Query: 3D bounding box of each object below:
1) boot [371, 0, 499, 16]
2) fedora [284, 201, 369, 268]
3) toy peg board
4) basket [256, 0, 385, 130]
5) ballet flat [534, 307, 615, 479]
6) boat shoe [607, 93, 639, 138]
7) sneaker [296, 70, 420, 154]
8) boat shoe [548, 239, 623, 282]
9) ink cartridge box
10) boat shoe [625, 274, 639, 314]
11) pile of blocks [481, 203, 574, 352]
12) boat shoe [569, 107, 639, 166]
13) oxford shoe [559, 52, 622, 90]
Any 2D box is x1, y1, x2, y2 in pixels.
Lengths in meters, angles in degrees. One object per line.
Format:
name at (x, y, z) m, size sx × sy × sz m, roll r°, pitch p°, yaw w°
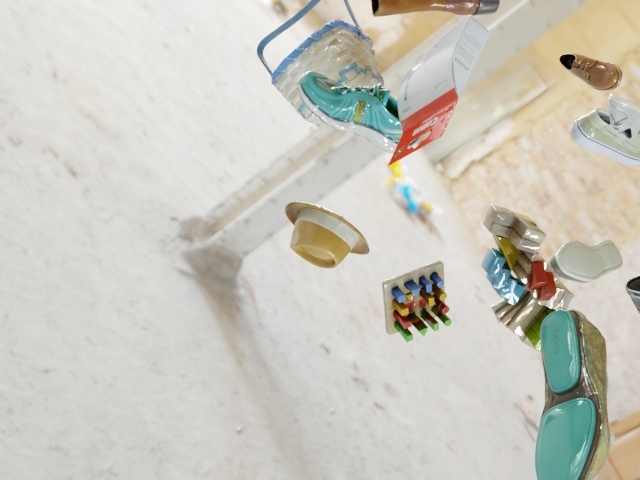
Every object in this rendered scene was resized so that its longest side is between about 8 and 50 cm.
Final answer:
boot at (0.214, -0.582, 1.883) m, size 0.096 × 0.281 × 0.264 m, roll 143°, pitch -58°, yaw -72°
fedora at (0.000, 0.000, 1.765) m, size 0.194 × 0.079 × 0.194 m, roll 28°, pitch -18°, yaw 10°
toy peg board at (0.240, 0.154, 2.160) m, size 0.079 × 0.161 × 0.160 m, roll -130°, pitch -153°, yaw -50°
basket at (-0.004, -0.416, 2.095) m, size 0.201 × 0.255 × 0.288 m, roll 9°, pitch 50°, yaw -60°
ballet flat at (0.407, 0.266, 1.417) m, size 0.123 × 0.123 × 0.348 m, roll 42°, pitch 41°, yaw -32°
boat shoe at (0.659, -0.266, 1.970) m, size 0.066 × 0.063 × 0.184 m, roll 30°, pitch 6°, yaw 27°
sneaker at (0.086, -0.271, 1.772) m, size 0.275 × 0.110 × 0.107 m, roll 21°, pitch 51°, yaw -17°
boat shoe at (0.654, 0.060, 2.279) m, size 0.305 × 0.091 × 0.109 m, roll -5°, pitch 72°, yaw -47°
ink cartridge box at (0.188, -0.258, 1.577) m, size 0.066 × 0.189 × 0.232 m, roll 38°, pitch 65°, yaw -13°
boat shoe at (0.698, 0.091, 1.681) m, size 0.102 × 0.108 × 0.301 m, roll 49°, pitch -22°, yaw -14°
pile of blocks at (0.390, 0.103, 1.671) m, size 0.362 × 0.149 × 0.112 m, roll 56°, pitch 5°, yaw -26°
boat shoe at (0.765, -0.260, 2.283) m, size 0.302 × 0.094 × 0.109 m, roll 6°, pitch 60°, yaw -32°
oxford shoe at (0.699, -0.441, 2.357) m, size 0.076 × 0.076 × 0.212 m, roll 10°, pitch 17°, yaw -29°
